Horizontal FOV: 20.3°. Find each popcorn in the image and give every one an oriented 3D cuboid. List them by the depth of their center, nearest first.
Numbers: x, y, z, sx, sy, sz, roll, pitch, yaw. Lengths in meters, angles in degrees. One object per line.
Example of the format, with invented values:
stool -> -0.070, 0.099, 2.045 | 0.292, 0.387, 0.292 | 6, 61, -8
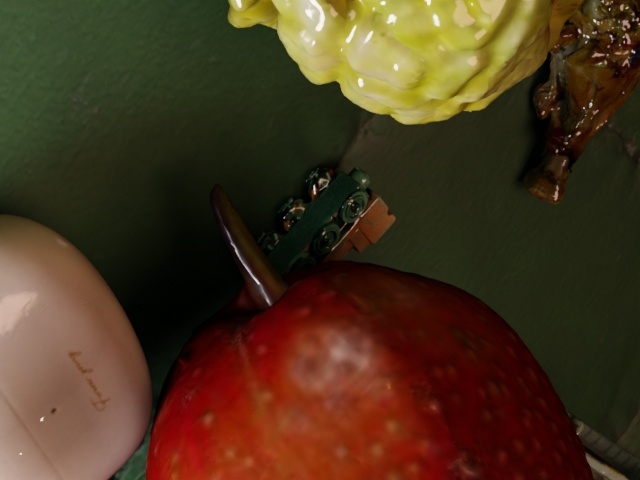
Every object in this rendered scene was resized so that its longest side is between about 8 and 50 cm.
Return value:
popcorn -> 0.043, -0.178, 0.990 | 0.212, 0.259, 0.259 | 7, 112, -18

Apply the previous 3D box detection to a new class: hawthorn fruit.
hawthorn fruit -> 0.010, 0.136, 1.071 | 0.285, 0.285, 0.368 | -25, 95, -30

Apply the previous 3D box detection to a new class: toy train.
toy train -> 0.000, 0.000, 1.178 | 0.103, 0.044, 0.064 | -49, 148, -8

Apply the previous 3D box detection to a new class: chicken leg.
chicken leg -> 0.182, -0.107, 1.267 | 0.093, 0.070, 0.178 | -5, 128, -34

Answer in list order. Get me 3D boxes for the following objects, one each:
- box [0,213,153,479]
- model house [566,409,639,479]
box -> -0.176, 0.077, 1.026 | 0.146, 0.088, 0.200 | -41, 135, -18
model house -> 0.133, 0.225, 1.323 | 0.215, 0.198, 0.224 | 35, 89, -42
